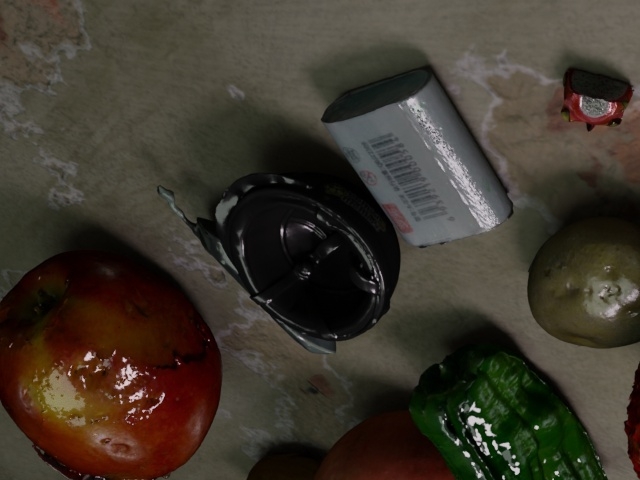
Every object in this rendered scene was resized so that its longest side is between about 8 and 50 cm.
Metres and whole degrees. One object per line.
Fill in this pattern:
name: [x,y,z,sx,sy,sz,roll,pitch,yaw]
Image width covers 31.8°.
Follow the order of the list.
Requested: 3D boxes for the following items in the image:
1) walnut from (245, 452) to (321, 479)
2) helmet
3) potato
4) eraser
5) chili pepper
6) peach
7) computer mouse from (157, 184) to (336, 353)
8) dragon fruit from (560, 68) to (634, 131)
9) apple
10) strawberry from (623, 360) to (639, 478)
walnut: [-0.069,0.481,2.186,0.137,0.137,0.245,43,139,-16]
helmet: [0.000,0.000,1.604,0.279,0.160,0.230,44,132,5]
potato: [0.360,0.060,1.461,0.178,0.160,0.235,58,149,4]
eraser: [0.129,-0.103,1.479,0.174,0.081,0.227,-15,123,36]
chili pepper: [0.292,0.318,1.739,0.385,0.213,0.167,47,157,-17]
peach: [-0.354,0.227,1.923,0.353,0.339,0.416,-5,134,35]
computer mouse: [-0.100,0.034,1.737,0.379,0.090,0.167,45,173,-13]
dragon fruit: [0.319,-0.159,1.323,0.083,0.056,0.060,18,138,12]
apple: [0.152,0.467,1.886,0.364,0.364,0.364,17,139,15]
strawberry: [0.508,0.179,1.368,0.267,0.312,0.351,26,146,40]
